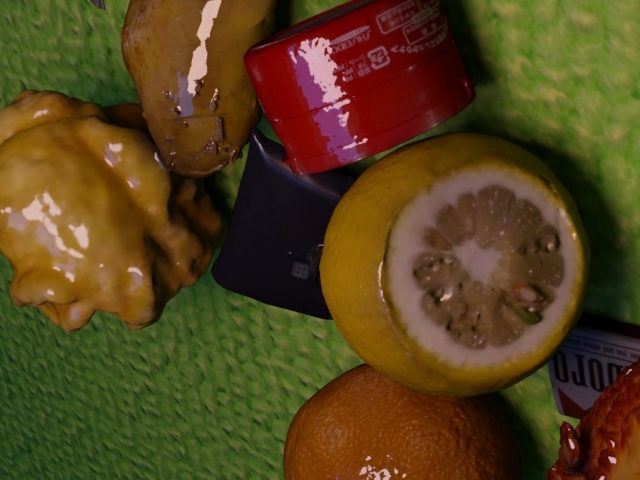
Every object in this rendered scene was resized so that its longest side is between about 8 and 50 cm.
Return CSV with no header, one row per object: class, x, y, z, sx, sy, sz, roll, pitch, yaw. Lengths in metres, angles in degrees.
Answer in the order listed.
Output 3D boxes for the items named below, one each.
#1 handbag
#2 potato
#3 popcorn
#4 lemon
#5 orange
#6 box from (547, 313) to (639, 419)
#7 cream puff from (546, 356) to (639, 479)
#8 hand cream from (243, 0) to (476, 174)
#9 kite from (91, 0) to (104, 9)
handbag,0.000,0.000,1.350,0.211,0.088,0.254,22,141,0
potato,-0.120,-0.212,1.276,0.173,0.140,0.300,21,111,38
popcorn,-0.248,-0.050,1.437,0.281,0.316,0.297,-24,110,43
lemon,0.115,0.021,1.155,0.240,0.240,0.219,63,168,-8
orange,0.083,0.246,1.339,0.264,0.264,0.264,28,135,33
box,0.299,0.135,1.185,0.177,0.036,0.115,12,125,43
cream puff,0.351,0.190,0.994,0.350,0.228,0.350,11,150,6
hand cream,0.035,-0.152,1.146,0.193,0.193,0.125,-9,108,51
kite,-0.335,-0.372,1.549,0.229,0.012,0.250,57,145,2
